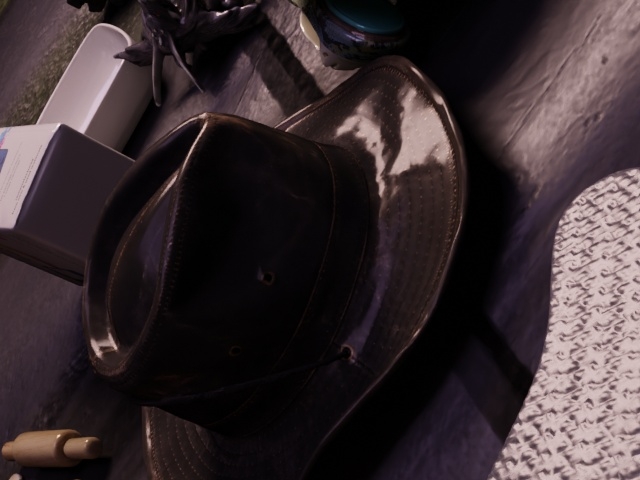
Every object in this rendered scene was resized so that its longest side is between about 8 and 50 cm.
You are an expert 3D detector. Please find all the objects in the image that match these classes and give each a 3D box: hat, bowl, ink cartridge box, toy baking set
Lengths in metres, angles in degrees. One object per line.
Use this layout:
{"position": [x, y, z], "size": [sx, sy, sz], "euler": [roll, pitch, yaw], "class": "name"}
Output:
{"position": [-0.065, 0.010, 0.904], "size": [0.331, 0.134, 0.331], "euler": [-39, 36, 36], "class": "hat"}
{"position": [-0.209, -0.131, 1.385], "size": [0.142, 0.053, 0.142], "euler": [-61, 30, 4], "class": "bowl"}
{"position": [-0.204, -0.023, 1.182], "size": [0.212, 0.154, 0.093], "euler": [7, 73, 58], "class": "ink cartridge box"}
{"position": [-0.252, 0.243, 1.163], "size": [0.256, 0.030, 0.197], "euler": [-6, 61, 56], "class": "toy baking set"}

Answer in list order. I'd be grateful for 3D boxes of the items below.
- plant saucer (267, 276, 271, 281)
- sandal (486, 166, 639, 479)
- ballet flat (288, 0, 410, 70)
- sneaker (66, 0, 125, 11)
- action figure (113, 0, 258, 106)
{"position": [0.000, 0.000, 0.972], "size": [0.168, 0.029, 0.168], "euler": [-39, 36, 36], "class": "plant saucer"}
{"position": [0.141, 0.077, 0.677], "size": [0.097, 0.054, 0.254], "euler": [-15, 44, 44], "class": "sandal"}
{"position": [0.017, -0.160, 1.061], "size": [0.070, 0.070, 0.188], "euler": [-52, 29, 17], "class": "ballet flat"}
{"position": [-0.174, -0.390, 1.464], "size": [0.343, 0.134, 0.146], "euler": [-37, 37, 38], "class": "sneaker"}
{"position": [-0.129, -0.258, 1.282], "size": [0.164, 0.141, 0.276], "euler": [-19, 48, 36], "class": "action figure"}
